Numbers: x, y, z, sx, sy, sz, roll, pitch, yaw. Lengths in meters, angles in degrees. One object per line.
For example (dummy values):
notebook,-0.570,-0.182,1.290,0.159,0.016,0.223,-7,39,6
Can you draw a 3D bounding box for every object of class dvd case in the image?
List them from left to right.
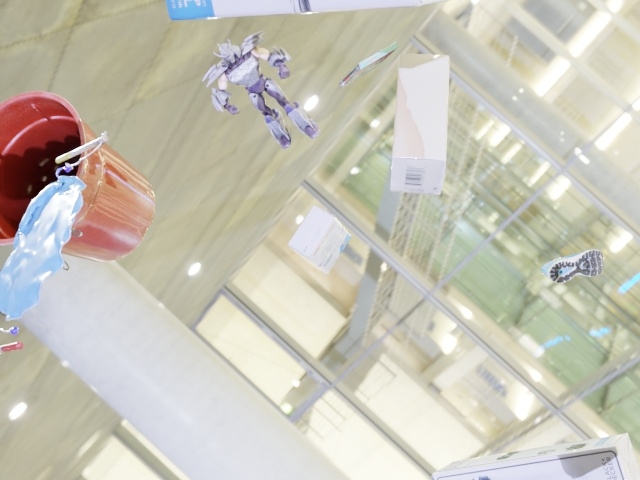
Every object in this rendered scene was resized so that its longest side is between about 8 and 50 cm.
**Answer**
dvd case,0.087,-0.323,1.397,0.087,0.013,0.119,-34,-177,-16

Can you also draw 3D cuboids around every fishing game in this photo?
fishing game,-0.313,0.010,0.856,0.189,0.041,0.264,-16,-126,46

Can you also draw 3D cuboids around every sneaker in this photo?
sneaker,0.582,0.053,1.746,0.162,0.063,0.073,-9,-169,-17

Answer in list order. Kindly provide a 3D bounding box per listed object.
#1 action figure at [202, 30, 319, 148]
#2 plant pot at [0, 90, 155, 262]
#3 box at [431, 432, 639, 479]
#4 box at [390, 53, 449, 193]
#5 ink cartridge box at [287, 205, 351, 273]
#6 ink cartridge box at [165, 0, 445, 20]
action figure,-0.122,-0.316,1.584,0.185,0.285,0.099,-28,-137,20
plant pot,-0.454,-0.086,1.360,0.272,0.272,0.265,-48,153,2
box,0.329,0.397,1.121,0.290,0.169,0.087,-22,170,30
box,0.235,-0.278,1.778,0.148,0.121,0.311,84,11,-59
ink cartridge box,0.000,0.000,1.389,0.088,0.052,0.122,-57,158,-6
ink cartridge box,0.030,-0.376,0.930,0.285,0.395,0.166,-28,119,-44
